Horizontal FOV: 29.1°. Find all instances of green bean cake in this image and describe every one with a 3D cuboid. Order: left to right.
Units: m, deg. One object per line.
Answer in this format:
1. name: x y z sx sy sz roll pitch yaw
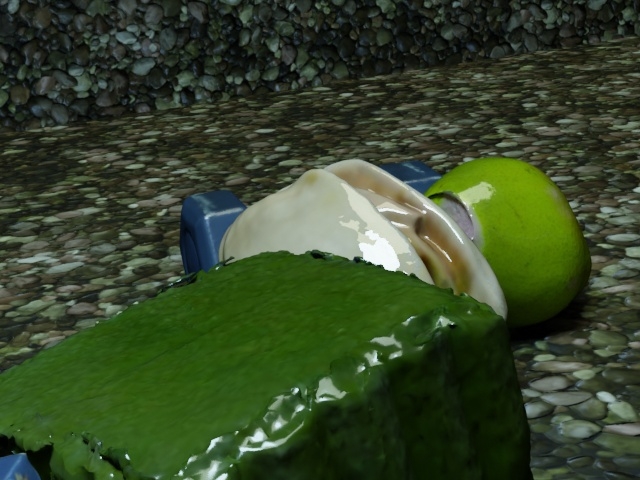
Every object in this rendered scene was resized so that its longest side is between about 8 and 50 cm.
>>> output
1. green bean cake: -0.053 0.156 0.859 0.319 0.218 0.335 -24 18 -30

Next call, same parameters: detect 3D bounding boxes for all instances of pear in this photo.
1. pear: 0.197 0.004 1.316 0.220 0.187 0.187 -1 10 -42

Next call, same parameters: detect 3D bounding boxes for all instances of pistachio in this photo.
1. pistachio: 0.035 0.041 1.196 0.193 0.213 0.318 -17 33 -37

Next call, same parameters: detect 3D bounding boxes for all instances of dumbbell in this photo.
1. dumbbell: 0.000 0.000 1.439 0.316 0.143 0.156 -10 21 -16

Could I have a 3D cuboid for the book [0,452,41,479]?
1. book: -0.330 0.270 0.573 0.300 0.039 0.428 -19 22 21
